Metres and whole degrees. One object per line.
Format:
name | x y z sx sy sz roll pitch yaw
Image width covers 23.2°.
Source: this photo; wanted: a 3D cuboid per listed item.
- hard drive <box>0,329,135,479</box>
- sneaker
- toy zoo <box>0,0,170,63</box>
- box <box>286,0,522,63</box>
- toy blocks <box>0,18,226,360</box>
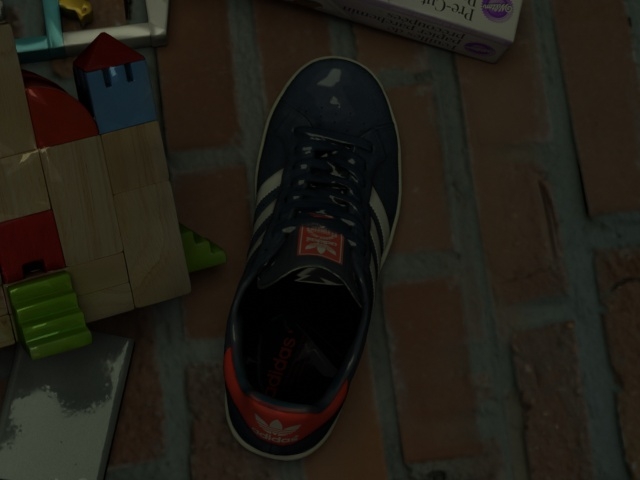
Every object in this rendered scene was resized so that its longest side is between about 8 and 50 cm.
hard drive | -0.213 0.138 1.279 0.094 0.022 0.135 11 75 0
sneaker | 0.000 0.000 1.264 0.131 0.148 0.350 7 74 -1
toy zoo | -0.248 -0.252 1.379 0.293 0.030 0.192 -8 75 -5
box | 0.015 -0.236 1.355 0.324 0.063 0.067 17 75 -5
toy blocks | -0.269 -0.054 1.188 0.381 0.191 0.260 -15 109 -19
